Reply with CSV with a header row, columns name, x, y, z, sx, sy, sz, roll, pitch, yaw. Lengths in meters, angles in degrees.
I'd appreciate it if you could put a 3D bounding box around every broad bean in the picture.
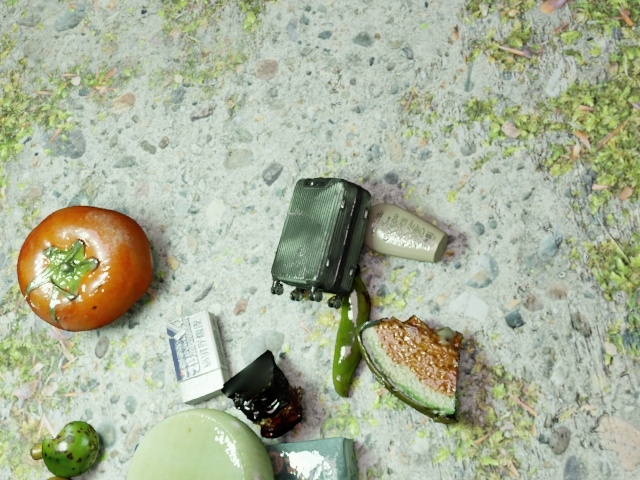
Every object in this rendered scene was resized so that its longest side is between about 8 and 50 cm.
name,x,y,z,sx,sy,sz,roll,pitch,yaw
broad bean,0.079,0.208,1.964,0.077,0.061,0.339,6,74,5

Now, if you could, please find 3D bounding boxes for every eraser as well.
name,x,y,z,sx,sy,sz,roll,pitch,yaw
eraser,-0.309,0.296,2.059,0.124,0.068,0.210,-21,67,8

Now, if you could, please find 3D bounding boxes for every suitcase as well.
name,x,y,z,sx,sy,sz,roll,pitch,yaw
suitcase,0.000,0.000,1.989,0.202,0.128,0.312,5,78,48

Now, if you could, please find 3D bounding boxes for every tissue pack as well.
name,x,y,z,sx,sy,sz,roll,pitch,yaw
tissue pack,-0.071,0.580,1.862,0.316,0.103,0.228,-10,70,16

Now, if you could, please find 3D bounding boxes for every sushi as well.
name,x,y,z,sx,sy,sz,roll,pitch,yaw
sushi,-0.116,0.379,1.918,0.153,0.172,0.150,-37,108,-16

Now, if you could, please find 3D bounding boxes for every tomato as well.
name,x,y,z,sx,sy,sz,roll,pitch,yaw
tomato,-0.603,0.076,2.129,0.341,0.273,0.341,-1,84,11

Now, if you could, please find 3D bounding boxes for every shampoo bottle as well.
name,x,y,z,sx,sy,sz,roll,pitch,yaw
shampoo bottle,0.182,-0.022,1.998,0.257,0.078,0.127,22,86,26

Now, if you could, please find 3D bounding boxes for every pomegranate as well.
name,x,y,z,sx,sy,sz,roll,pitch,yaw
pomegranate,-0.640,0.537,2.041,0.169,0.143,0.122,-22,61,-3

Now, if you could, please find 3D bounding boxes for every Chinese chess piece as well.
name,x,y,z,sx,sy,sz,roll,pitch,yaw
Chinese chess piece,-0.267,0.552,1.813,0.349,0.146,0.349,-10,69,26

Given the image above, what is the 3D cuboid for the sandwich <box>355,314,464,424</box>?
name,x,y,z,sx,sy,sz,roll,pitch,yaw
sandwich,0.212,0.274,1.864,0.292,0.109,0.212,25,71,10

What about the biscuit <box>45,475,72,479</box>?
name,x,y,z,sx,sy,sz,roll,pitch,yaw
biscuit,-0.681,0.716,2.056,0.180,0.039,0.236,0,70,20

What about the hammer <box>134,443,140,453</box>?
name,x,y,z,sx,sy,sz,roll,pitch,yaw
hammer,-0.381,0.544,2.001,0.194,0.069,0.116,16,79,28
